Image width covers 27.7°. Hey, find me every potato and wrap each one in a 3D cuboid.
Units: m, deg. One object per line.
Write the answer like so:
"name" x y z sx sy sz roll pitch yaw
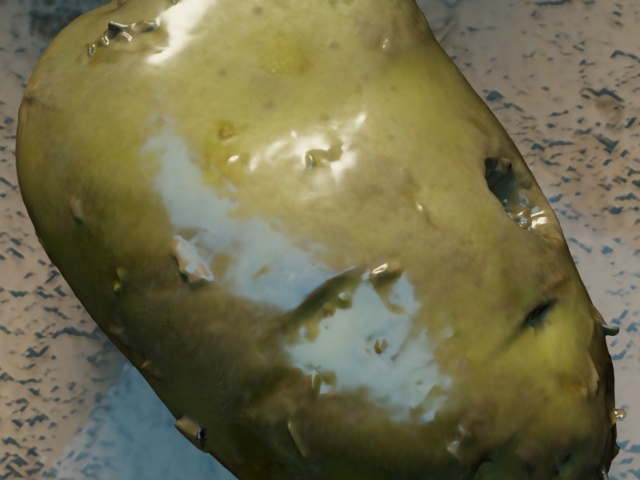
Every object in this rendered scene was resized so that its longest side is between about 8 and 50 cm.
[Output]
"potato" 0.000 0.000 0.535 0.191 0.141 0.296 -35 75 -21
